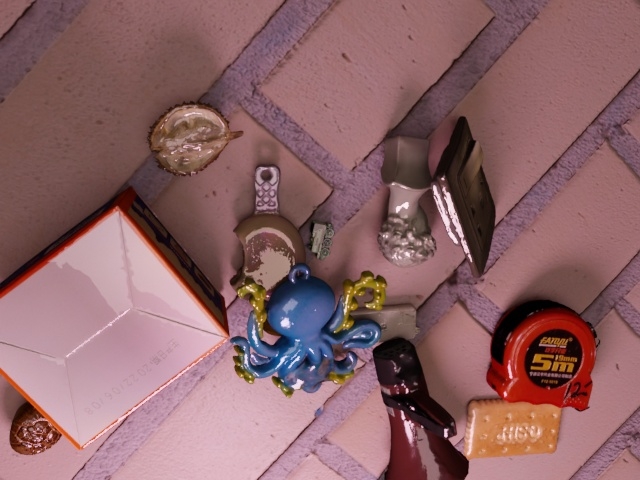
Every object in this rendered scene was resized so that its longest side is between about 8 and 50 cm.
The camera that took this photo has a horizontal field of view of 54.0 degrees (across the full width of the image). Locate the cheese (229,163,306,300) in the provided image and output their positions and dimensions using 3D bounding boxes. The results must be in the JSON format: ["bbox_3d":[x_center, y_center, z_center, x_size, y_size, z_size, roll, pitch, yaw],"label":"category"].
[{"bbox_3d":[-0.113,-0.015,1.305,0.163,0.082,0.287,-4,102,-10],"label":"cheese"}]

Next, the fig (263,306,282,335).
[{"bbox_3d":[-0.088,0.176,1.359,0.074,0.074,0.088,-47,122,3],"label":"fig"}]

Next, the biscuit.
[{"bbox_3d":[0.478,0.465,1.553,0.249,0.030,0.160,1,103,-11],"label":"biscuit"}]

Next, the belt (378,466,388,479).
[{"bbox_3d":[0.203,0.624,1.517,0.151,0.078,0.199,16,103,-9],"label":"belt"}]

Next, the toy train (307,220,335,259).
[{"bbox_3d":[0.000,0.000,1.351,0.053,0.033,0.083,12,101,-8],"label":"toy train"}]

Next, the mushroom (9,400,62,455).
[{"bbox_3d":[-0.592,0.389,1.309,0.109,0.085,0.126,4,108,-12],"label":"mushroom"}]

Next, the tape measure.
[{"bbox_3d":[0.525,0.268,1.473,0.253,0.114,0.261,7,99,-12],"label":"tape measure"}]

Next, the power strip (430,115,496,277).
[{"bbox_3d":[0.286,-0.091,1.287,0.092,0.257,0.251,-3,124,27],"label":"power strip"}]

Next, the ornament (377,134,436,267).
[{"bbox_3d":[0.178,-0.079,1.316,0.130,0.120,0.286,-11,107,-16],"label":"ornament"}]

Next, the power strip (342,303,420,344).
[{"bbox_3d":[0.131,0.191,1.421,0.192,0.035,0.082,-4,104,-10],"label":"power strip"}]

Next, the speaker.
[{"bbox_3d":[0.199,0.406,1.361,0.198,0.259,0.330,-14,109,10],"label":"speaker"}]

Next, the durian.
[{"bbox_3d":[-0.245,-0.208,1.228,0.188,0.091,0.149,-6,117,-12],"label":"durian"}]

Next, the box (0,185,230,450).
[{"bbox_3d":[-0.406,0.131,1.194,0.348,0.257,0.319,-38,108,-1],"label":"box"}]

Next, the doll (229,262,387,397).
[{"bbox_3d":[-0.027,0.186,1.311,0.345,0.099,0.342,-14,125,-21],"label":"doll"}]
